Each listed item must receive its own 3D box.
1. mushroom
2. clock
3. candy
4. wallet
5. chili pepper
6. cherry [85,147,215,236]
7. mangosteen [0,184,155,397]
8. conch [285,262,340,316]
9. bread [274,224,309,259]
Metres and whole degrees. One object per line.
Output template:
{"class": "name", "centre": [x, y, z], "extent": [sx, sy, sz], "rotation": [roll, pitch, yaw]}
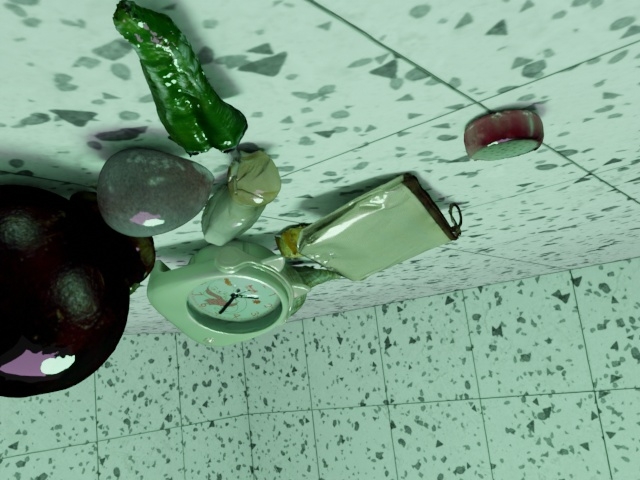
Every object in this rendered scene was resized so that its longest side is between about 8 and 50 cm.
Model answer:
{"class": "mushroom", "centre": [-0.113, -0.061, 0.885], "extent": [0.092, 0.081, 0.223], "rotation": [-23, 174, -30]}
{"class": "clock", "centre": [-0.190, 0.110, 1.360], "extent": [0.324, 0.109, 0.265], "rotation": [-19, 135, 17]}
{"class": "candy", "centre": [0.240, -0.136, 0.807], "extent": [0.103, 0.043, 0.103], "rotation": [-7, 168, -1]}
{"class": "wallet", "centre": [0.114, -0.015, 1.144], "extent": [0.274, 0.068, 0.335], "rotation": [-30, 153, 17]}
{"class": "chili pepper", "centre": [-0.131, -0.142, 0.546], "extent": [0.088, 0.059, 0.227], "rotation": [-3, 167, 6]}
{"class": "cherry", "centre": [-0.213, -0.063, 0.789], "extent": [0.148, 0.115, 0.188], "rotation": [-33, -175, -6]}
{"class": "mangosteen", "centre": [-0.376, 0.062, 0.830], "extent": [0.313, 0.297, 0.297], "rotation": [-12, 169, -10]}
{"class": "conch", "centre": [-0.108, 0.132, 1.614], "extent": [0.203, 0.170, 0.386], "rotation": [21, -174, 40]}
{"class": "bread", "centre": [0.000, 0.000, 1.286], "extent": [0.187, 0.065, 0.103], "rotation": [-3, 173, -8]}
